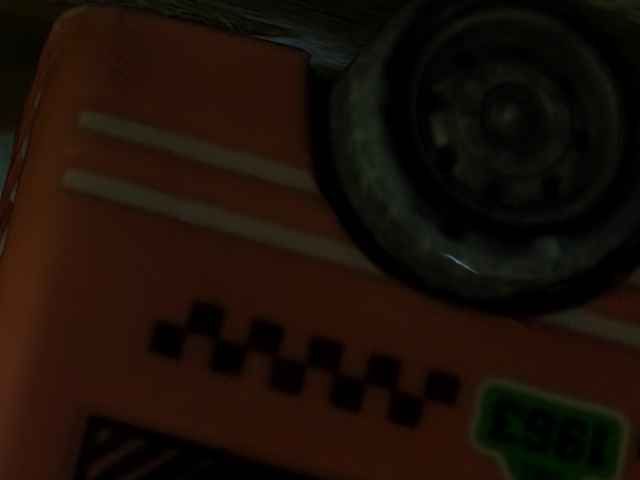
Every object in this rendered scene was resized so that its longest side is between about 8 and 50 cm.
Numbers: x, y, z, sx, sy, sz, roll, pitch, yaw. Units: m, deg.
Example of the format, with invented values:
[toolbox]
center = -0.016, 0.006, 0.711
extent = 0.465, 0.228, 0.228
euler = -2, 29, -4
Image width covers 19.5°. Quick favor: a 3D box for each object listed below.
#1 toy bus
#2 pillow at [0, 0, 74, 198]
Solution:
[toy bus]
center = 0.110, 0.102, 0.470
extent = 0.427, 0.233, 0.203
euler = 16, 162, -7
[pillow]
center = -0.212, -0.017, 0.628
extent = 0.310, 0.119, 0.312
euler = -13, -172, -26
